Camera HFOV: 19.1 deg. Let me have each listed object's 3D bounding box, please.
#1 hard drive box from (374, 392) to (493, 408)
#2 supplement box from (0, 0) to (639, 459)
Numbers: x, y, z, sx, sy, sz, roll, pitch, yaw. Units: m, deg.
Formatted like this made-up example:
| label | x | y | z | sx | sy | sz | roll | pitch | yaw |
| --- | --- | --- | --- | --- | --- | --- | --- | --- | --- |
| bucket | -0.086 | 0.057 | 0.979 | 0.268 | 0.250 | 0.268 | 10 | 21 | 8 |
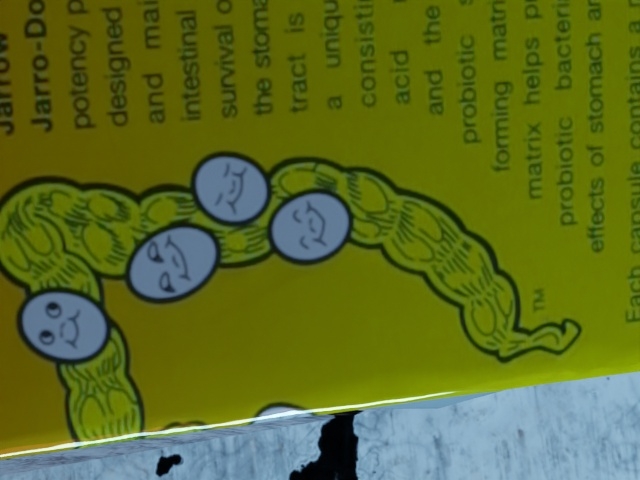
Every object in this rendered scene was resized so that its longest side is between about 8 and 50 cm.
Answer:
| label | x | y | z | sx | sy | sz | roll | pitch | yaw |
| --- | --- | --- | --- | --- | --- | --- | --- | --- | --- |
| hard drive box | 0.000 | 0.000 | 1.066 | 0.232 | 0.181 | 0.089 | 3 | 163 | -41 |
| supplement box | 0.029 | -0.066 | 0.585 | 0.356 | 0.195 | 0.194 | -6 | -170 | -19 |
